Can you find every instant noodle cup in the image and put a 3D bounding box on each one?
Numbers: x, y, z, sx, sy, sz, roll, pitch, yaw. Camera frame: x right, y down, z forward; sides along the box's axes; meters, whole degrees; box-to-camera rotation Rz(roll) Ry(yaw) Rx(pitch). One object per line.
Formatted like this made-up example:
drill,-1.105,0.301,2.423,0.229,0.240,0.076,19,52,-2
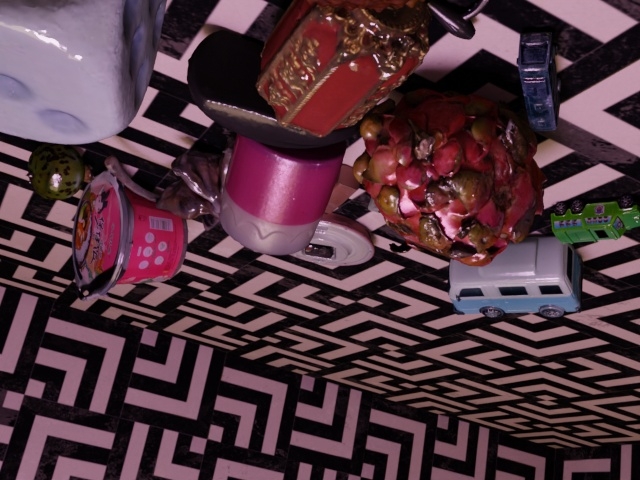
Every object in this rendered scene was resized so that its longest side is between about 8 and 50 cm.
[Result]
instant noodle cup,-0.400,-0.006,1.702,0.181,0.258,0.302,6,122,-39

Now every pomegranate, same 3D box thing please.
pomegranate,-0.516,-0.140,1.591,0.122,0.122,0.161,-7,179,37

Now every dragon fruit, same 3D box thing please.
dragon fruit,0.177,-0.103,1.180,0.291,0.250,0.269,23,175,-35

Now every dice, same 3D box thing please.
dice,-0.330,-0.288,0.926,0.262,0.264,0.268,13,157,-5

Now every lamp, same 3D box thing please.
lamp,0.023,-0.243,1.010,0.177,0.177,0.274,19,159,-19

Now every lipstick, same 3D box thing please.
lipstick,0.029,-0.095,1.515,0.045,0.045,0.145,20,157,-15

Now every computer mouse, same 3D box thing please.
computer mouse,-0.071,-0.208,1.166,0.270,0.137,0.086,16,152,-16

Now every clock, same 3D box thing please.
clock,0.000,0.001,1.752,0.244,0.056,0.244,9,159,4

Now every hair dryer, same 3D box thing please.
hair dryer,0.182,-0.297,0.993,0.079,0.031,0.083,31,138,-23

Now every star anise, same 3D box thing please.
star anise,-0.177,-0.108,1.490,0.316,0.139,0.359,-25,133,30

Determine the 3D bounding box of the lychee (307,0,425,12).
lychee,0.038,-0.324,0.668,0.276,0.275,0.304,6,-176,11

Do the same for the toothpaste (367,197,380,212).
toothpaste,0.118,-0.091,1.508,0.048,0.029,0.197,12,161,5

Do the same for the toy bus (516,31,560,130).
toy bus,0.299,-0.214,1.075,0.047,0.065,0.166,2,158,22

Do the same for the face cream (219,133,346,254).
face cream,-0.066,-0.100,1.288,0.175,0.175,0.195,14,127,-8

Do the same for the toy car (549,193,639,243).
toy car,0.499,-0.035,1.419,0.165,0.062,0.071,-6,152,35

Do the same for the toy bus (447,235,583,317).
toy bus,0.392,0.070,1.639,0.271,0.133,0.165,-5,148,28
